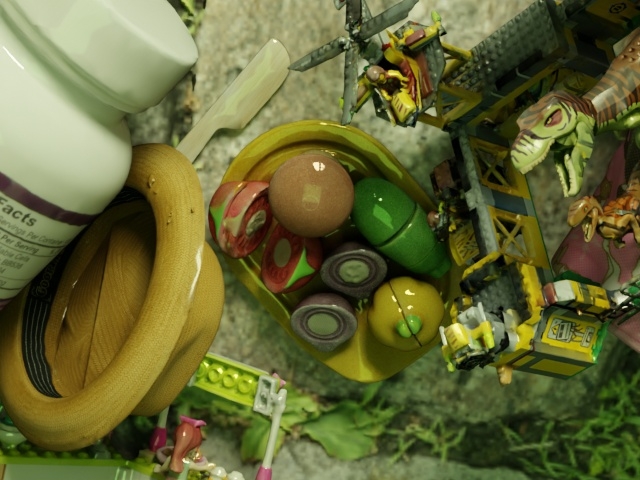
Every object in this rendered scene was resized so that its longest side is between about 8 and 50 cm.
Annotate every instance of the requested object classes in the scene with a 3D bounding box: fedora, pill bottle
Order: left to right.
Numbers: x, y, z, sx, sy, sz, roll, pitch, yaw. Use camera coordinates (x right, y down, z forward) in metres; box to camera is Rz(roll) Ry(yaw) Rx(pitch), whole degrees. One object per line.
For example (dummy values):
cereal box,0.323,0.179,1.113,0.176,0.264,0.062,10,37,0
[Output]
pill bottle,-0.216,-0.044,0.902,0.169,0.169,0.301,44,103,-12
fedora,-0.114,0.040,0.944,0.079,0.194,0.194,30,109,-40

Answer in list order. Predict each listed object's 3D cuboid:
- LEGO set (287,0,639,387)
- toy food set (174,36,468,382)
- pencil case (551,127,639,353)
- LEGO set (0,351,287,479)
LEGO set,0.123,-0.080,0.799,0.192,0.255,0.331,13,152,-39
toy food set,0.000,0.000,0.964,0.128,0.071,0.218,-40,103,13
pencil case,0.287,-0.091,0.888,0.160,0.167,0.386,11,114,-46
LEGO set,-0.125,0.119,0.985,0.287,0.132,0.107,14,100,3
